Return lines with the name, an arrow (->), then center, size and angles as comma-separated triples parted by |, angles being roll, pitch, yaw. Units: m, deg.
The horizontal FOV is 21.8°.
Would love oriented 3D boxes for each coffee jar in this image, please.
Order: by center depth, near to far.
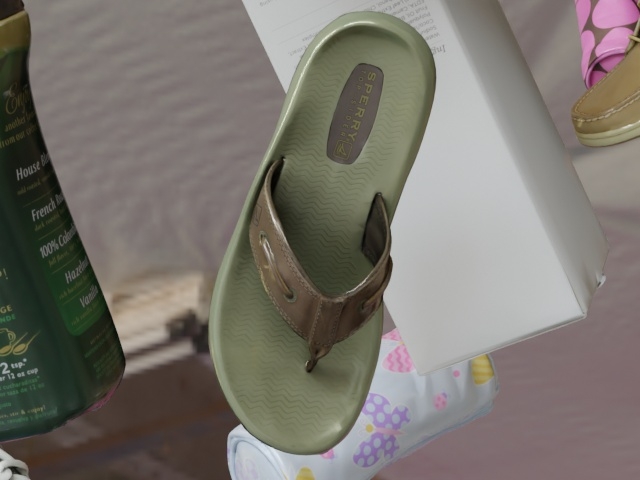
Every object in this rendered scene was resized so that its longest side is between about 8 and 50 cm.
coffee jar -> -0.141, -0.019, 0.617 | 0.096, 0.079, 0.184 | -10, -75, 15

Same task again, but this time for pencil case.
pencil case -> 0.042, 0.170, 1.571 | 0.273, 0.124, 0.113 | -31, -38, -31
pencil case -> 0.311, -0.232, 1.721 | 0.098, 0.209, 0.095 | 21, -41, -21

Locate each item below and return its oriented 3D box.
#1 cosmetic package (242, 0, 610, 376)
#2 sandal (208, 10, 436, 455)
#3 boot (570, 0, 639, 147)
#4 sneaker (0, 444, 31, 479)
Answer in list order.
cosmetic package -> 0.088, -0.102, 1.337 | 0.155, 0.365, 0.197 | -22, 7, 20
sandal -> -0.001, -0.002, 1.094 | 0.120, 0.303, 0.086 | 11, 12, -6
boot -> 0.293, -0.224, 1.457 | 0.262, 0.095, 0.203 | -37, -63, -5
sneaker -> -0.254, 0.249, 1.520 | 0.447, 0.257, 0.169 | 0, -50, -5
